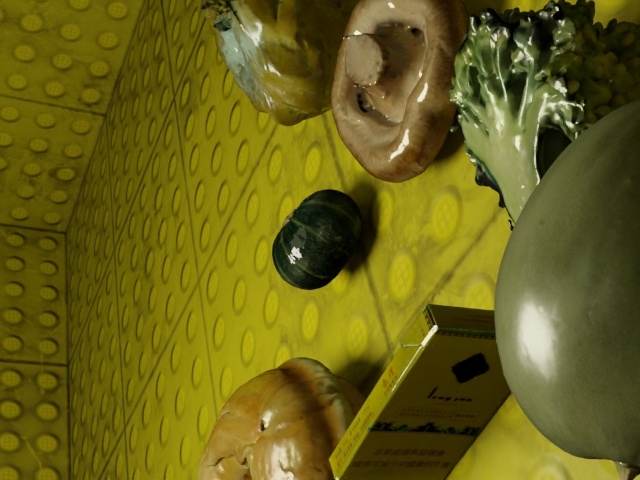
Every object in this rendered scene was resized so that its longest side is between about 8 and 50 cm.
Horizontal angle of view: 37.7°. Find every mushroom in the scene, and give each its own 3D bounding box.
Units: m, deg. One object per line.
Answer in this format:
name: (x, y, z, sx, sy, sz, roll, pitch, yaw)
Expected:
mushroom: (0.110, -0.222, 1.278, 0.278, 0.146, 0.278, -12, 75, 53)

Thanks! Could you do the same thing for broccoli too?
broccoli: (0.255, -0.110, 0.924, 0.242, 0.180, 0.272, 128, 125, -69)

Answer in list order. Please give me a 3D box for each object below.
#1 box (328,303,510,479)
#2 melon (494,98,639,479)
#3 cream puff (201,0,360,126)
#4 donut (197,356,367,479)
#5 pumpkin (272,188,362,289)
box: (0.132, 0.187, 1.083, 0.041, 0.153, 0.279, -109, 36, -46)
melon: (0.265, 0.040, 0.728, 0.308, 0.272, 0.272, -57, 19, -16)
cream puff: (-0.027, -0.340, 1.551, 0.323, 0.270, 0.274, 45, 157, 61)
donut: (-0.047, 0.390, 1.357, 0.449, 0.198, 0.448, -23, 64, 61)
pumpkin: (-0.003, -0.001, 1.462, 0.125, 0.167, 0.167, 47, 141, 4)
